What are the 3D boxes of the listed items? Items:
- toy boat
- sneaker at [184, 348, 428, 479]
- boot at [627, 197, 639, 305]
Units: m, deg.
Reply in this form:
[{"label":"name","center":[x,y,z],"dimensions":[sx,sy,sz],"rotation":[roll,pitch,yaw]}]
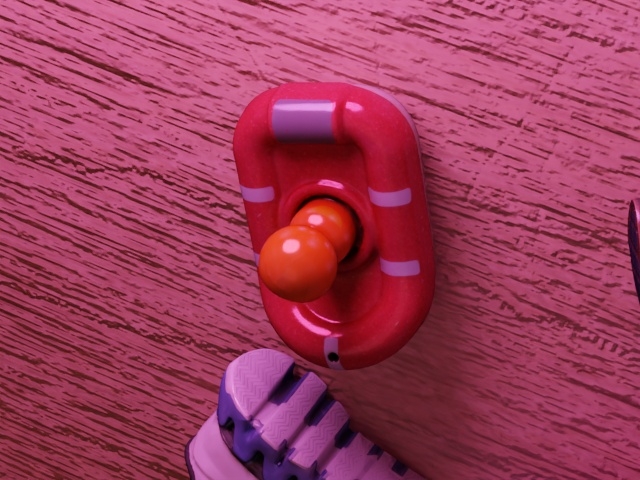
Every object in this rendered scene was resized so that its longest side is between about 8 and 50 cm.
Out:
[{"label":"toy boat","center":[0.000,0.000,1.334],"dimensions":[0.151,0.151,0.231],"rotation":[1,117,24]},{"label":"sneaker","center":[-0.004,0.255,1.507],"dimensions":[0.315,0.127,0.182],"rotation":[47,129,3]},{"label":"boot","center":[0.297,0.060,1.296],"dimensions":[0.106,0.082,0.219],"rotation":[-14,108,8]}]
